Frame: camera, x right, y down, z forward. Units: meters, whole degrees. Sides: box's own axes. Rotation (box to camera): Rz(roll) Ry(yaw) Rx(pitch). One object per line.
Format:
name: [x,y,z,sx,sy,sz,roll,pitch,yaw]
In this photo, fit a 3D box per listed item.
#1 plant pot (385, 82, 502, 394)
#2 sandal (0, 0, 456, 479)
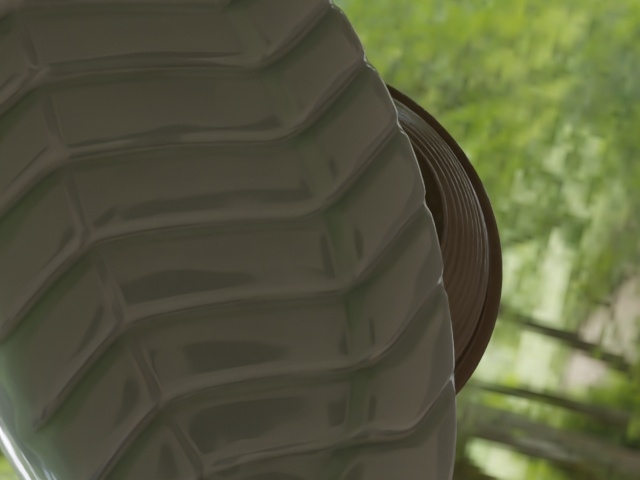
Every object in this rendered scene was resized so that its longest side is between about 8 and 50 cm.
plant pot: [0.000,0.000,1.098,0.110,0.237,0.237,134,151,-68]
sandal: [-0.085,-0.061,0.602,0.102,0.169,0.416,-26,89,54]
